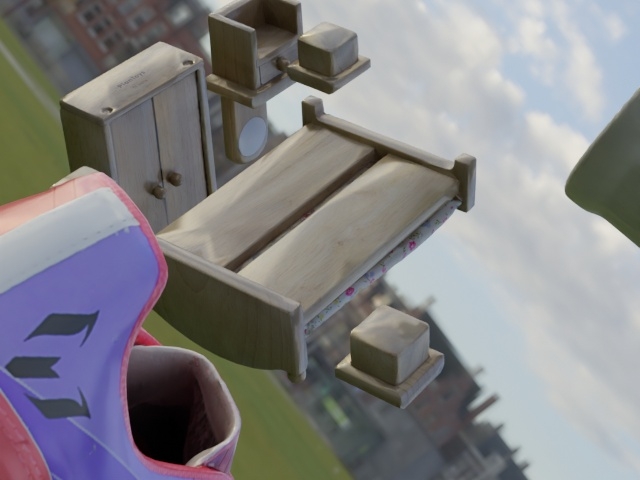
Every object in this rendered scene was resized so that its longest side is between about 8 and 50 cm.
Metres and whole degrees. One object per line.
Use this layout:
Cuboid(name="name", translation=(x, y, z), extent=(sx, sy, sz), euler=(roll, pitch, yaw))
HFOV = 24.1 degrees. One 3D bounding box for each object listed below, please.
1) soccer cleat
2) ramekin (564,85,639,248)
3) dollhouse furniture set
Cuboid(name="soccer cleat", translation=(-0.064, 0.091, 0.445), extent=(0.108, 0.116, 0.318), euler=(51, -9, 27))
Cuboid(name="ramekin", translation=(0.294, -0.079, 0.914), extent=(0.135, 0.277, 0.277), euler=(48, -5, 11))
Cuboid(name="dollhouse furniture set", translation=(0.000, 0.000, 1.046), extent=(0.356, 0.303, 0.173), euler=(25, -45, 31))
